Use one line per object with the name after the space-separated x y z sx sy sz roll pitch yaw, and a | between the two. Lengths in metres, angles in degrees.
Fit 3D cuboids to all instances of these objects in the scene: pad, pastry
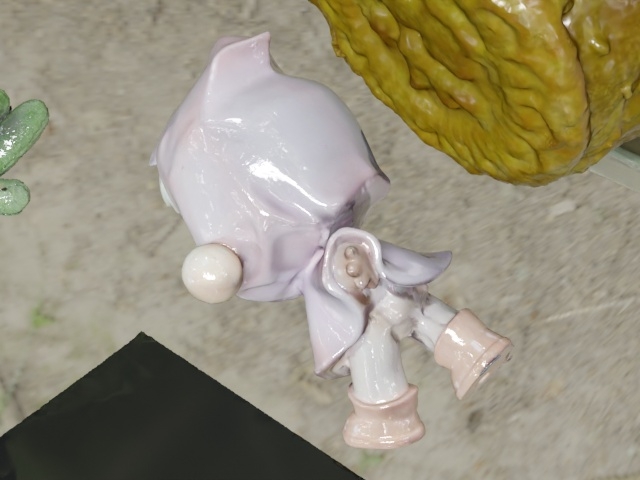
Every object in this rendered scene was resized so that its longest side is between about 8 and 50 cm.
-0.115 0.237 1.706 0.368 0.248 0.007 31 138 25 | pad
0.100 -0.141 1.049 0.132 0.235 0.240 -39 106 -18 | pastry

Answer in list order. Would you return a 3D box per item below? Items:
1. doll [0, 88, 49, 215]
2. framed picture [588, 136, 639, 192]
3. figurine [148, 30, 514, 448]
-0.268 -0.054 1.376 0.115 0.077 0.150 22 65 19 | doll
0.381 -0.103 1.563 0.446 0.326 0.028 28 132 35 | framed picture
0.000 -0.001 1.167 0.276 0.200 0.133 52 125 6 | figurine
